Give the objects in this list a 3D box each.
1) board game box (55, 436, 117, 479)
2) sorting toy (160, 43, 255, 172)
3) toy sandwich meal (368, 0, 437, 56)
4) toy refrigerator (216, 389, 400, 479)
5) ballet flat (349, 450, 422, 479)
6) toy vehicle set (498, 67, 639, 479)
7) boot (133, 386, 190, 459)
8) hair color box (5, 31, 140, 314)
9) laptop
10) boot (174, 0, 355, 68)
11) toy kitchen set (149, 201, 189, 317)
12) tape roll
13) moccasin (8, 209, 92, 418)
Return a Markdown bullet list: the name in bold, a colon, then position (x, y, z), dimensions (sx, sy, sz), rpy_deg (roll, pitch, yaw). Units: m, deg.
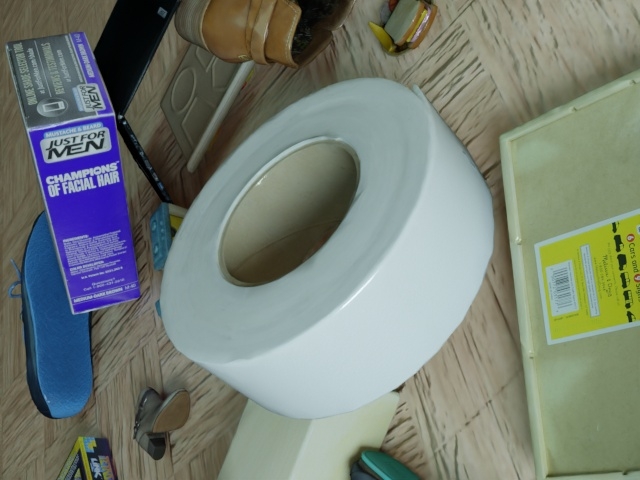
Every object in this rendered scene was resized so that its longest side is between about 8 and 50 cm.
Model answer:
- **board game box**: position (-0.337, 0.386, 1.083), dimensions (0.170, 0.048, 0.141), rpy_deg (-59, 38, 22)
- **sorting toy**: position (-0.149, -0.217, 1.053), dimensions (0.193, 0.038, 0.208), rpy_deg (-56, 37, 24)
- **toy sandwich meal**: position (0.080, -0.219, 0.758), dimensions (0.085, 0.029, 0.086), rpy_deg (-21, 63, 47)
- **toy refrigerator**: position (-0.031, 0.235, 0.703), dimensions (0.102, 0.094, 0.270), rpy_deg (28, 98, 54)
- **ballet flat**: position (0.084, 0.225, 0.578), dimensions (0.203, 0.074, 0.074), rpy_deg (16, 91, 59)
- **toy vehicle set**: position (0.206, 0.022, 0.512), dimensions (0.166, 0.035, 0.267), rpy_deg (-22, 62, 47)
- **boot**: position (-0.206, 0.214, 0.977), dimensions (0.087, 0.042, 0.118), rpy_deg (46, 115, 51)
- **hair color box**: position (-0.327, -0.082, 1.044), dimensions (0.339, 0.110, 0.185), rpy_deg (95, 154, -47)
- **laptop**: position (-0.226, -0.200, 1.056), dimensions (0.136, 0.264, 0.234), rpy_deg (-31, 36, -10)
- **boot**: position (-0.040, -0.332, 0.894), dimensions (0.220, 0.109, 0.283), rpy_deg (25, 81, 42)
- **toy kitchen set**: position (-0.144, -0.011, 0.902), dimensions (0.207, 0.122, 0.166), rpy_deg (-39, 50, 38)
- **tape roll**: position (0.000, 0.000, 0.653), dimensions (0.286, 0.100, 0.286), rpy_deg (-28, 39, 25)
- **moccasin**: position (-0.434, 0.111, 1.227), dimensions (0.116, 0.137, 0.342), rpy_deg (-29, 56, 49)
